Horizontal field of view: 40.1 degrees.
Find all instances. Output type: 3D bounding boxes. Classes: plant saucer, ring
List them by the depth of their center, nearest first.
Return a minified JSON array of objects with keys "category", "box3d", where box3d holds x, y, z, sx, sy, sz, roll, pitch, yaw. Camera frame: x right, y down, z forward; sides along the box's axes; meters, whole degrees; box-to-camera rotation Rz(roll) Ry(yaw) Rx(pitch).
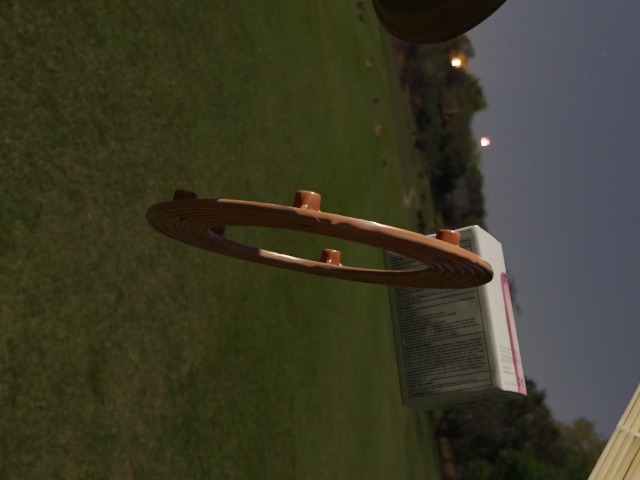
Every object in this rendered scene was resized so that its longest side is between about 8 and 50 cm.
[{"category":"ring","box3d":[0.000,0.000,0.851,0.336,0.336,0.032,58,40,-78]},{"category":"plant saucer","box3d":[0.159,-0.376,1.078,0.041,0.278,0.278,21,53,-41]}]

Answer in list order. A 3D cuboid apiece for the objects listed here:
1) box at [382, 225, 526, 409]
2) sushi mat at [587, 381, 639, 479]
[{"category":"box","box3d":[0.190,0.115,1.244,0.127,0.148,0.232,25,55,-59]},{"category":"sushi mat","box3d":[0.252,0.217,0.615,0.316,0.151,0.019,-53,146,-19]}]
